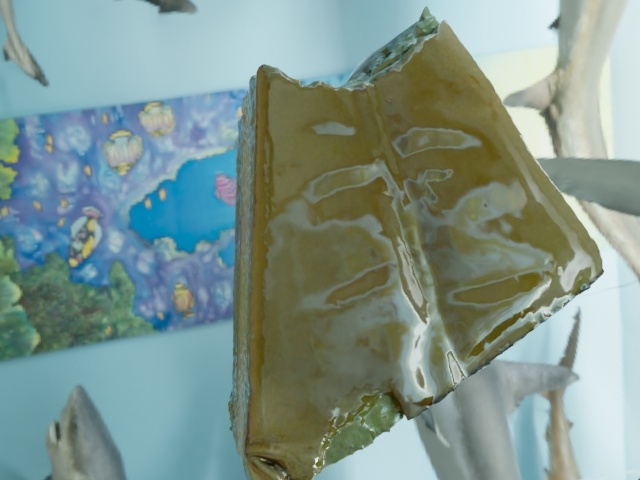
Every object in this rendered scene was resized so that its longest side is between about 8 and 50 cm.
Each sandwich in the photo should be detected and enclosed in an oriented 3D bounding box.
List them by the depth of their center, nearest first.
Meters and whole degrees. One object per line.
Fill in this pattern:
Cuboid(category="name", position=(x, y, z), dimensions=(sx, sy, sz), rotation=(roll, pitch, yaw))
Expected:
Cuboid(category="sandwich", position=(0.000, 0.000, 0.421), dimensions=(0.198, 0.227, 0.155), rotation=(56, -10, -2))

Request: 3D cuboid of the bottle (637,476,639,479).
Cuboid(category="bottle", position=(0.293, 0.231, 0.302), dimensions=(0.351, 0.229, 0.229), rotation=(-150, -130, -65))
